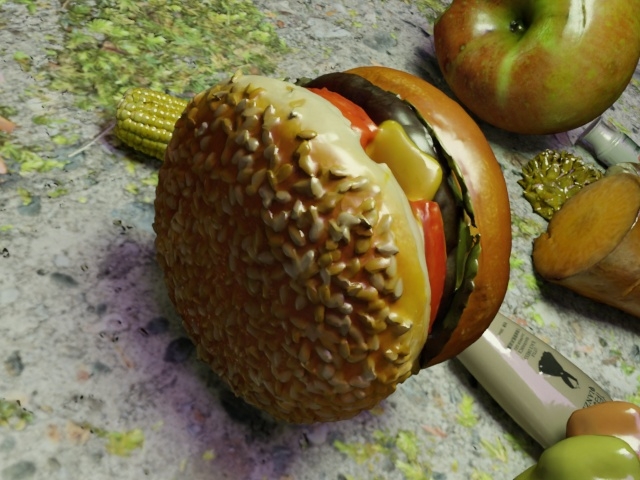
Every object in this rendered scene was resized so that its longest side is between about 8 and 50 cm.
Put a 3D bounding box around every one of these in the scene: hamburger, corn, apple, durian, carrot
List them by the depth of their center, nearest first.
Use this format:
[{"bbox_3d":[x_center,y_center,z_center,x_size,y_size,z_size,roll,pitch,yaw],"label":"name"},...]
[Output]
[{"bbox_3d":[0.000,0.000,0.640,0.250,0.330,0.330,-12,60,-40],"label":"hamburger"},{"bbox_3d":[-0.130,-0.115,0.831,0.248,0.081,0.081,20,46,-14],"label":"corn"},{"bbox_3d":[0.467,0.044,0.974,0.254,0.196,0.196,33,44,-14],"label":"carrot"},{"bbox_3d":[0.436,-0.077,1.089,0.224,0.078,0.140,23,51,4],"label":"durian"},{"bbox_3d":[0.367,-0.346,1.129,0.339,0.340,0.340,15,48,-17],"label":"apple"}]

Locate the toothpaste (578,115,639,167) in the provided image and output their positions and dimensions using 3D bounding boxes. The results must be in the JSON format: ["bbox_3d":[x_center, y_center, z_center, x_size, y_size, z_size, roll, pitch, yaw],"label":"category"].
[{"bbox_3d":[0.624,-0.104,1.250,0.323,0.066,0.100,41,46,0],"label":"toothpaste"}]

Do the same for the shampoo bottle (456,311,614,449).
[{"bbox_3d":[0.278,0.191,0.799,0.257,0.078,0.127,41,42,5],"label":"shampoo bottle"}]

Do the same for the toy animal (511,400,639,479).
[{"bbox_3d":[0.237,0.296,0.597,0.338,0.191,0.216,-22,86,-59],"label":"toy animal"}]

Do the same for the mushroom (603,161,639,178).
[{"bbox_3d":[0.653,0.000,1.133,0.177,0.126,0.397,-36,72,-20],"label":"mushroom"}]
